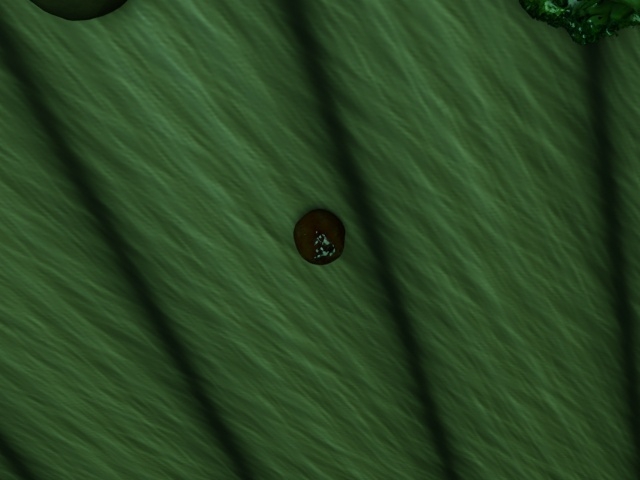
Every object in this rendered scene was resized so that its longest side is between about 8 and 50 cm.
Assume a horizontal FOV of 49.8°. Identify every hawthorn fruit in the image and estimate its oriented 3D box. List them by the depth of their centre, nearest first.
[{"bbox_3d":[0.000,0.000,1.034,0.081,0.093,0.081,-2,118,-4],"label":"hawthorn fruit"}]

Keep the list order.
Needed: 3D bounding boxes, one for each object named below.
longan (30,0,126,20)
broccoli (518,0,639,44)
[{"bbox_3d":[-0.272,-0.345,0.776,0.189,0.189,0.189,-2,120,-4],"label":"longan"},{"bbox_3d":[0.367,-0.324,0.785,0.297,0.297,0.297,-18,155,-9],"label":"broccoli"}]
